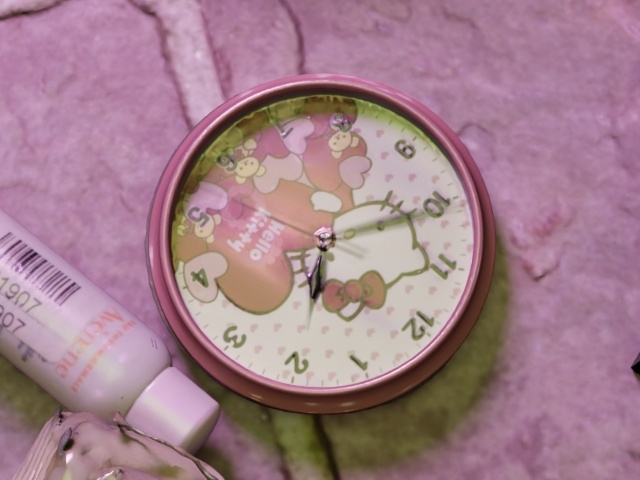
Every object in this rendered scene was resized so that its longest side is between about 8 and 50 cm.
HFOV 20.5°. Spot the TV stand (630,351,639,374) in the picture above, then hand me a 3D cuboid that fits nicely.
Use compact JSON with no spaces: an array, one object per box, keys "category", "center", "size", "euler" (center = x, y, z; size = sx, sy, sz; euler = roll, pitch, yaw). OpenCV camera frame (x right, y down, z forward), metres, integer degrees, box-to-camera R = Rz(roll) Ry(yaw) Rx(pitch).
[{"category":"TV stand","center":[0.345,0.120,1.171],"size":[0.269,0.088,0.082],"euler":[30,83,8]}]

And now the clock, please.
[{"category":"clock","center":[0.000,0.000,1.226],"size":[0.244,0.056,0.244],"euler":[0,78,1]}]

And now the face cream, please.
[{"category":"face cream","center":[-0.184,0.055,1.212],"size":[0.269,0.082,0.082],"euler":[37,84,9]}]

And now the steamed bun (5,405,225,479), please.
[{"category":"steamed bun","center":[-0.147,0.268,1.103],"size":[0.207,0.268,0.280],"euler":[36,108,-17]}]
